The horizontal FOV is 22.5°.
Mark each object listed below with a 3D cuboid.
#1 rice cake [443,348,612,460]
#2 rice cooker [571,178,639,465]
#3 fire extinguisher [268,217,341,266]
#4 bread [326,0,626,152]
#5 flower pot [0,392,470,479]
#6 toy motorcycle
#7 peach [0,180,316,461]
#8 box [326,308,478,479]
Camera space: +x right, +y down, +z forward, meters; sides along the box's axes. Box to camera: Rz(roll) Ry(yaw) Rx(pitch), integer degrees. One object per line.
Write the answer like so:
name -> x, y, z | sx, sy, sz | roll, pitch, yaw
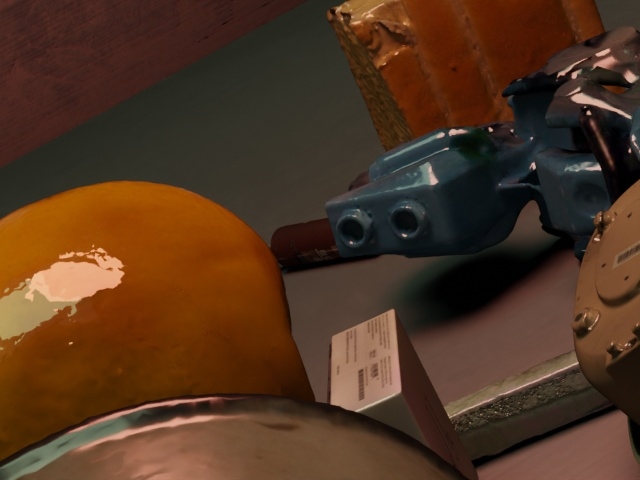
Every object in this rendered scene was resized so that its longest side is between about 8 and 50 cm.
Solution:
rice cake -> 0.144, 0.105, 1.063 | 0.211, 0.043, 0.034 | -24, 11, 8
rice cooker -> 0.223, 0.039, 0.944 | 0.145, 0.127, 0.206 | -44, 16, 36
fire extinguisher -> 0.000, 0.000, 1.595 | 0.158, 0.043, 0.064 | -10, -6, 43
bread -> 0.151, -0.172, 1.535 | 0.239, 0.246, 0.111 | -32, 26, -16
flower pot -> -0.005, 0.237, 0.484 | 0.294, 0.293, 0.330 | -28, 22, -6
toy motorcycle -> 0.189, -0.052, 1.241 | 0.416, 0.172, 0.232 | -6, 18, 29
peach -> -0.155, 0.107, 1.049 | 0.308, 0.289, 0.289 | -11, 14, -12
box -> 0.052, 0.128, 0.979 | 0.051, 0.129, 0.130 | -25, 17, 10
